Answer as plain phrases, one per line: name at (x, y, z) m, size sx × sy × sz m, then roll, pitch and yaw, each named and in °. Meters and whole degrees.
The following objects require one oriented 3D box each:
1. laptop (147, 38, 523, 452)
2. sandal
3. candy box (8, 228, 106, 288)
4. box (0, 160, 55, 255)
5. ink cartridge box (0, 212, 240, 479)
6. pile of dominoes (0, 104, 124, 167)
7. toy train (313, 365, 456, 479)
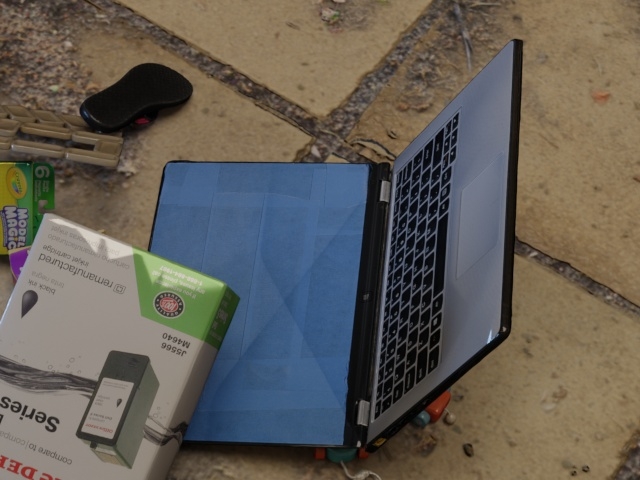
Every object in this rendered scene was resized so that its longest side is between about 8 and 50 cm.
laptop at (0.000, 0.000, 1.941) m, size 0.236 × 0.408 × 0.382 m, roll 22°, pitch 50°, yaw -20°
sandal at (-0.218, -0.160, 2.174) m, size 0.067 × 0.040 × 0.179 m, roll 42°, pitch 40°, yaw 14°
candy box at (-0.262, 0.085, 1.978) m, size 0.109 × 0.053 × 0.187 m, roll -12°, pitch 57°, yaw -3°
box at (-0.378, -0.035, 2.032) m, size 0.179 × 0.043 × 0.105 m, roll -1°, pitch 94°, yaw -12°
ink cartridge box at (-0.224, 0.139, 1.844) m, size 0.198 × 0.115 × 0.273 m, roll 21°, pitch 83°, yaw 7°
pile of dominoes at (-0.344, -0.112, 2.090) m, size 0.251 × 0.040 × 0.196 m, roll 10°, pitch 15°, yaw -3°
toy train at (0.065, 0.184, 1.975) m, size 0.125 × 0.046 × 0.166 m, roll 33°, pitch 55°, yaw 15°
